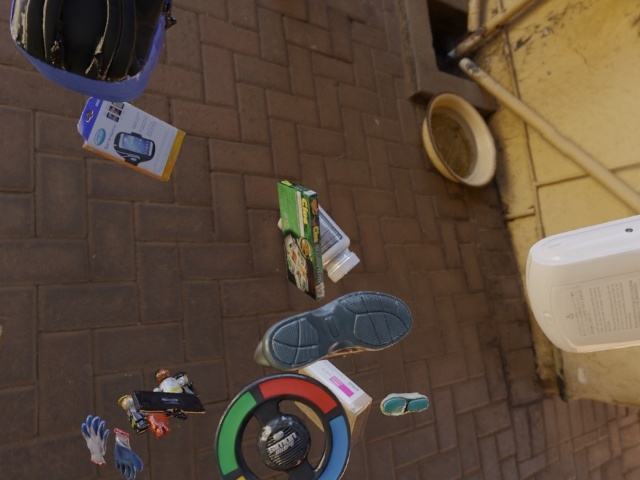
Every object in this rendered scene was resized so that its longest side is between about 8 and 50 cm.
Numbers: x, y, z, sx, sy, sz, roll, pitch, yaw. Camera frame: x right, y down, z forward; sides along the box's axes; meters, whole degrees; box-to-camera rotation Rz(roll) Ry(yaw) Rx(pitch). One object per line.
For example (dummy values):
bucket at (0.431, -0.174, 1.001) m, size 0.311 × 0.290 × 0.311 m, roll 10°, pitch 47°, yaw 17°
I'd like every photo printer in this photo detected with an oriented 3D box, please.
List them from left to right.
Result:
photo printer at (0.548, 0.083, 0.799) m, size 0.256 × 0.307 × 0.107 m, roll 61°, pitch 26°, yaw -27°

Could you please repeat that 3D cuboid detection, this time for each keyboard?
keyboard at (-0.382, 0.423, 1.112) m, size 0.180 × 0.108 × 0.023 m, roll 19°, pitch 95°, yaw -39°

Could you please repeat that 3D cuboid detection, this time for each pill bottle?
pill bottle at (0.000, 0.000, 1.673) m, size 0.176 × 0.176 × 0.318 m, roll -38°, pitch 84°, yaw -32°

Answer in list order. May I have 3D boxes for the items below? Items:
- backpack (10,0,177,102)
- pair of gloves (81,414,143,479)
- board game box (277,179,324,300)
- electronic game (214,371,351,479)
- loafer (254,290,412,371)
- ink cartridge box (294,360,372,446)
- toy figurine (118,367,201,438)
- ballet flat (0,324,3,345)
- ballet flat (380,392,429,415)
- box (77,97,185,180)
backpack at (-0.160, -0.166, 0.324) m, size 0.097 × 0.101 × 0.120 m, roll 11°, pitch 86°, yaw -17°
pair of gloves at (-0.552, 0.550, 1.158) m, size 0.023 × 0.198 × 0.159 m, roll -39°, pitch 136°, yaw -62°
board game box at (-0.045, 0.000, 1.008) m, size 0.030 × 0.136 × 0.260 m, roll -18°, pitch 119°, yaw -28°
electronic game at (-0.061, 0.337, 0.728) m, size 0.229 × 0.048 × 0.229 m, roll 0°, pitch 86°, yaw -8°
loafer at (0.022, 0.141, 0.684) m, size 0.267 × 0.084 × 0.096 m, roll -6°, pitch 71°, yaw -33°
ink cartridge box at (0.032, 0.494, 1.345) m, size 0.088 × 0.234 × 0.193 m, roll -23°, pitch 135°, yaw -40°
toy figurine at (-0.534, 0.536, 1.464) m, size 0.213 × 0.209 × 0.148 m, roll -40°, pitch 61°, yaw -8°
ballet flat at (-0.685, 0.288, 0.763) m, size 0.342 × 0.116 × 0.124 m, roll -37°, pitch 117°, yaw -15°
ballet flat at (0.212, 0.428, 1.153) m, size 0.168 × 0.052 × 0.057 m, roll 13°, pitch 94°, yaw -32°
box at (-0.275, -0.150, 0.635) m, size 0.136 × 0.028 × 0.081 m, roll 24°, pitch 77°, yaw -35°
